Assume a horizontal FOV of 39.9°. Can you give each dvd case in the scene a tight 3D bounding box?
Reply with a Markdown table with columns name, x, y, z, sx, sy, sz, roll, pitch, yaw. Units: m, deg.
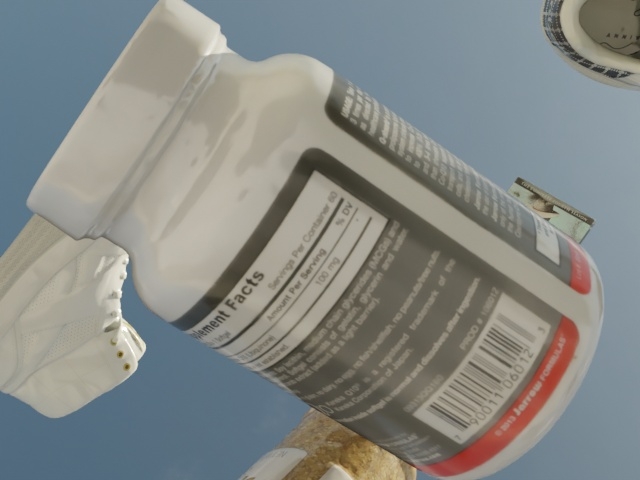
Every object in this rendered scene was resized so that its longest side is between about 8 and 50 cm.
| name | x | y | z | sx | sy | sz | roll | pitch | yaw |
| --- | --- | --- | --- | --- | --- | --- | --- | --- | --- |
| dvd case | 0.189 | 0.009 | 0.833 | 0.087 | 0.013 | 0.119 | 35 | -94 | 26 |

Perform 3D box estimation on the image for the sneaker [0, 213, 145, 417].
| name | x | y | z | sx | sy | sz | roll | pitch | yaw |
| --- | --- | --- | --- | --- | --- | --- | --- | --- | --- |
| sneaker | -0.227 | 0.045 | 0.904 | 0.292 | 0.169 | 0.108 | -49 | -145 | -3 |

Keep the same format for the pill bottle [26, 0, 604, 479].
| name | x | y | z | sx | sy | sz | roll | pitch | yaw |
| --- | --- | --- | --- | --- | --- | --- | --- | --- | --- |
| pill bottle | 0.000 | 0.000 | 0.628 | 0.210 | 0.363 | 0.210 | -52 | -165 | 20 |

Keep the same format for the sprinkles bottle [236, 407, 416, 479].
| name | x | y | z | sx | sy | sz | roll | pitch | yaw |
| --- | --- | --- | --- | --- | --- | --- | --- | --- | --- |
| sprinkles bottle | -0.054 | 0.249 | 0.653 | 0.121 | 0.121 | 0.355 | 11 | -155 | 29 |

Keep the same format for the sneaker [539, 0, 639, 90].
| name | x | y | z | sx | sy | sz | roll | pitch | yaw |
| --- | --- | --- | --- | --- | --- | --- | --- | --- | --- |
| sneaker | 0.216 | -0.091 | 0.383 | 0.235 | 0.095 | 0.090 | 3 | -78 | 16 |
